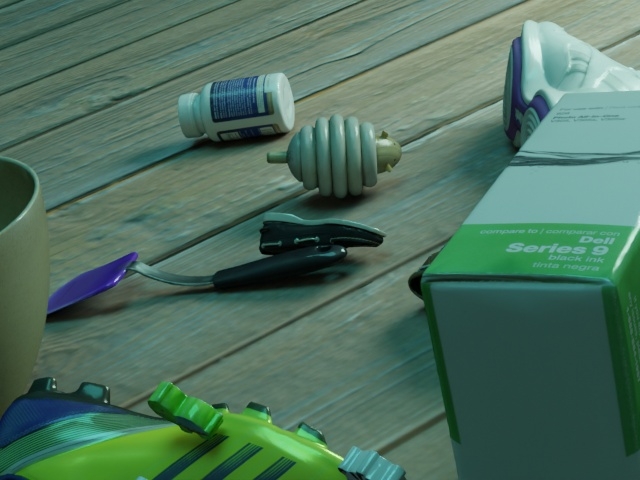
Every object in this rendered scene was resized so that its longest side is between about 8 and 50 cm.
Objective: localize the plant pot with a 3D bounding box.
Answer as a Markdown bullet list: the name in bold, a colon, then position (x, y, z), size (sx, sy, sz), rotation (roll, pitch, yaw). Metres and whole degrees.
- **plant pot**: position (-0.334, 0.075, 1.264), size (0.284, 0.191, 0.284), rotation (-10, 24, 4)

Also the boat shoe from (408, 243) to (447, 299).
- **boat shoe**: position (0.131, 0.047, 1.261), size (0.066, 0.066, 0.183), rotation (-27, 17, -19)

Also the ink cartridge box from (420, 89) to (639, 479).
- **ink cartridge box**: position (0.183, 0.048, 1.034), size (0.121, 0.211, 0.289), rotation (-1, 27, 27)

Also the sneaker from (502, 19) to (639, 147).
- **sneaker**: position (0.257, -0.125, 1.550), size (0.152, 0.114, 0.305), rotation (1, 28, -3)

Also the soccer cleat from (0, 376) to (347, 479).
- **soccer cleat**: position (-0.104, 0.170, 1.100), size (0.289, 0.093, 0.121), rotation (5, 59, 26)

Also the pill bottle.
- **pill bottle**: position (-0.094, -0.145, 1.789), size (0.120, 0.067, 0.067), rotation (-7, 24, 13)

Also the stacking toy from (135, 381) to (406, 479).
- **stacking toy**: position (-0.068, 0.178, 0.969), size (0.221, 0.052, 0.167), rotation (18, 59, 36)

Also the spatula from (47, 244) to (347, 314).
- **spatula**: position (-0.117, 0.030, 1.454), size (0.296, 0.030, 0.084), rotation (-6, 22, 16)

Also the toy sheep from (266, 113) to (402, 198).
- **toy sheep**: position (0.014, -0.081, 1.574), size (0.132, 0.091, 0.091), rotation (-7, 24, 0)

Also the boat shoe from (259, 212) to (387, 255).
- **boat shoe**: position (0.000, 0.000, 1.454), size (0.125, 0.038, 0.046), rotation (6, -12, 26)
